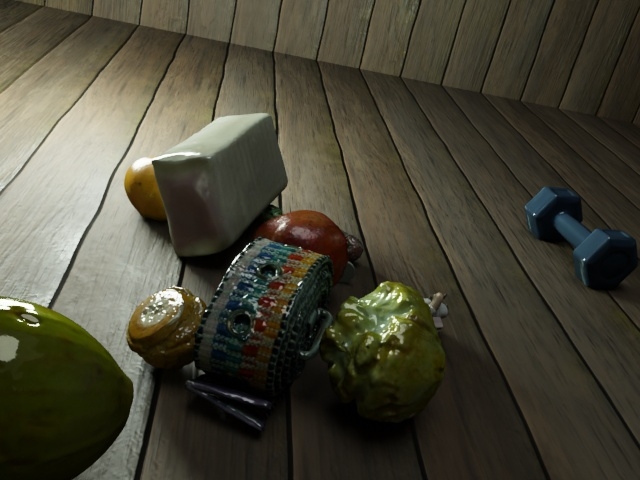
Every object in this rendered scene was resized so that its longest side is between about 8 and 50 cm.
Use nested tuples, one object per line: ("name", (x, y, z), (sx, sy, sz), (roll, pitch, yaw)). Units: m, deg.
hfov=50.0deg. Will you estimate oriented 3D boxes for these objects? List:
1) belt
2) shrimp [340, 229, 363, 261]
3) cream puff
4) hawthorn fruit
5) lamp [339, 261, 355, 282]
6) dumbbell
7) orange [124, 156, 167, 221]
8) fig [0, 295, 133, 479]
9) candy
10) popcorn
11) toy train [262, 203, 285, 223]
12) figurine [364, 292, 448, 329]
("belt", (-0.070, 0.127, 1.067), (0.160, 0.207, 0.295), (17, 29, 11))
("shrimp", (0.001, -0.001, 1.501), (0.190, 0.075, 0.073), (21, 59, 0))
("cream puff", (-0.229, 0.141, 1.066), (0.126, 0.103, 0.144), (-48, 32, -20))
("hawthorn fruit", (-0.027, 0.021, 1.313), (0.200, 0.179, 0.179), (-28, 47, -33))
("lamp", (-0.026, 0.042, 1.419), (0.198, 0.050, 0.056), (12, 25, -3))
("dumbbell", (0.654, -0.015, 1.747), (0.143, 0.156, 0.316), (-22, 33, -3))
("orange", (-0.350, -0.112, 1.494), (0.154, 0.134, 0.155), (20, 4, -1))
("fig", (-0.351, 0.184, 0.812), (0.271, 0.239, 0.239), (8, 24, -42))
("candy", (-0.202, -0.130, 1.457), (0.145, 0.208, 0.359), (-4, 23, 20))
("popcorn", (0.103, 0.174, 1.064), (0.183, 0.204, 0.221), (-1, 24, 14))
("toy train", (-0.095, -0.044, 1.549), (0.083, 0.053, 0.033), (29, 30, 31))
("figurine", (0.149, 0.141, 1.249), (0.229, 0.112, 0.137), (1, -15, -46))
